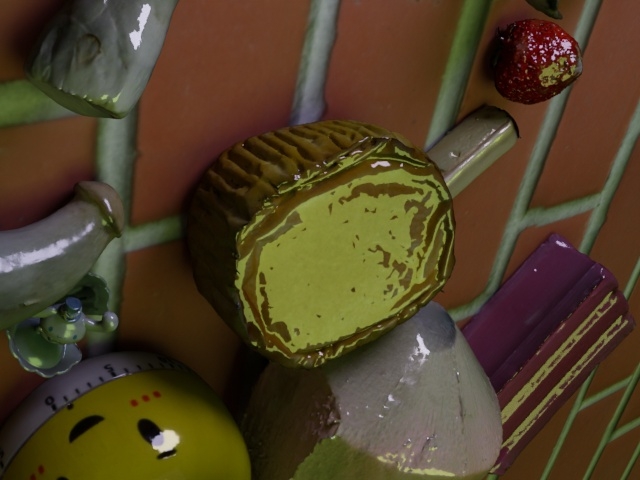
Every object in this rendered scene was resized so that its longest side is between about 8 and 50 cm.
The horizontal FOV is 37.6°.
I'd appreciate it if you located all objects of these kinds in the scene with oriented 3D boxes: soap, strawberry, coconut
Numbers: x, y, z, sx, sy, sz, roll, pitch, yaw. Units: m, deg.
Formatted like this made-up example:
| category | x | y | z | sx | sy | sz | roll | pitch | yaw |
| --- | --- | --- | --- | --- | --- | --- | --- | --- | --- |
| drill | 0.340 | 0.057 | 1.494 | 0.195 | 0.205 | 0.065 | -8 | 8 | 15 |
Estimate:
| category | x | y | z | sx | sy | sz | roll | pitch | yaw |
| --- | --- | --- | --- | --- | --- | --- | --- | --- | --- |
| soap | 0.315 | 0.192 | 1.460 | 0.359 | 0.128 | 0.233 | -47 | 142 | -2 |
| strawberry | 0.248 | -0.201 | 1.077 | 0.106 | 0.106 | 0.106 | -26 | 137 | -26 |
| coconut | 0.057 | 0.200 | 1.091 | 0.297 | 0.297 | 0.309 | -3 | 127 | -43 |

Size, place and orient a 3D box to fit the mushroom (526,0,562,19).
| category | x | y | z | sx | sy | sz | roll | pitch | yaw |
| --- | --- | --- | --- | --- | --- | --- | --- | --- | --- |
| mushroom | 0.314 | -0.380 | 0.968 | 0.344 | 0.130 | 0.247 | -41 | 158 | -7 |

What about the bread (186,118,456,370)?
| category | x | y | z | sx | sy | sz | roll | pitch | yaw |
| --- | --- | --- | --- | --- | --- | --- | --- | --- | --- |
| bread | 0.000 | 0.000 | 0.940 | 0.253 | 0.142 | 0.227 | -21 | 120 | -17 |

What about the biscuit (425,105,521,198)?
| category | x | y | z | sx | sy | sz | roll | pitch | yaw |
| --- | --- | --- | --- | --- | --- | --- | --- | --- | --- |
| biscuit | 0.155 | -0.085 | 1.119 | 0.188 | 0.056 | 0.052 | -41 | 143 | -7 |

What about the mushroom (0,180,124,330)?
| category | x | y | z | sx | sy | sz | roll | pitch | yaw |
| --- | --- | --- | --- | --- | --- | --- | --- | --- | --- |
| mushroom | -0.278 | 0.024 | 0.763 | 0.270 | 0.103 | 0.118 | -16 | 120 | -43 |

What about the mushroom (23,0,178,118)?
| category | x | y | z | sx | sy | sz | roll | pitch | yaw |
| --- | --- | --- | --- | --- | --- | --- | --- | --- | --- |
| mushroom | -0.132 | -0.194 | 0.719 | 0.081 | 0.092 | 0.223 | 41 | 84 | -36 |

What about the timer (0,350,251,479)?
| category | x | y | z | sx | sy | sz | roll | pitch | yaw |
| --- | --- | --- | --- | --- | --- | --- | --- | --- | --- |
| timer | -0.175 | 0.272 | 0.937 | 0.285 | 0.285 | 0.285 | -26 | 137 | -26 |

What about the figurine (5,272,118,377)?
| category | x | y | z | sx | sy | sz | roll | pitch | yaw |
| --- | --- | --- | --- | --- | --- | --- | --- | --- | --- |
| figurine | -0.236 | 0.067 | 0.850 | 0.086 | 0.082 | 0.094 | -36 | 133 | 25 |
